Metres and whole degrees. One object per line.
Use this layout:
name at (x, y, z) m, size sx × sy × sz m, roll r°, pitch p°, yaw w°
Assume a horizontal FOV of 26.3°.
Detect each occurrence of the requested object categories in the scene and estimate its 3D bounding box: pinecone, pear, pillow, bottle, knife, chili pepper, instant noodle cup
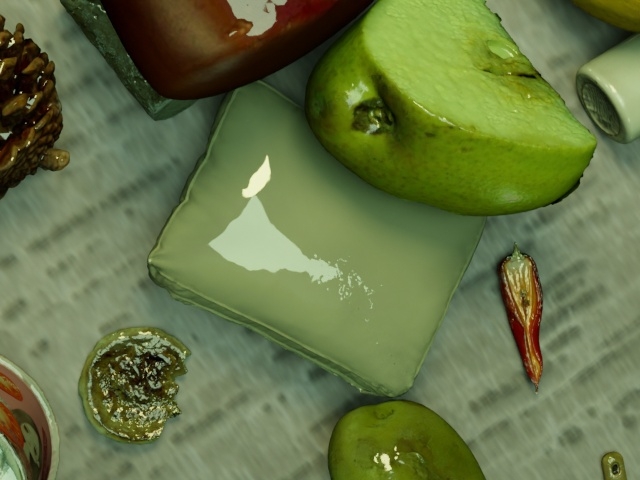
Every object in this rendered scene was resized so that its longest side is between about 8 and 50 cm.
pinecone at (-0.347, -0.145, 1.371) m, size 0.169 × 0.185 × 0.212 m, roll -25°, pitch 83°, yaw -33°
pear at (0.106, -0.126, 1.397) m, size 0.292 × 0.292 × 0.159 m, roll 23°, pitch 127°, yaw -11°
pillow at (0.000, 0.000, 1.468) m, size 0.322 × 0.120 × 0.255 m, roll 28°, pitch 81°, yaw -12°
bottle at (0.415, -0.212, 1.548) m, size 0.245 × 0.104 × 0.104 m, roll -33°, pitch 98°, yaw -7°
knife at (0.378, 0.391, 1.618) m, size 0.047 × 0.017 × 0.298 m, roll -13°, pitch 95°, yaw -16°
chili pepper at (0.235, 0.088, 1.568) m, size 0.045 × 0.027 × 0.178 m, roll -13°, pitch 95°, yaw -6°
instant noodle cup at (-0.383, 0.233, 1.357) m, size 0.243 × 0.231 × 0.243 m, roll 0°, pitch 93°, yaw -10°

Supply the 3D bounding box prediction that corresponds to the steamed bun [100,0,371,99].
steamed bun at (-0.091, -0.273, 1.336) m, size 0.248 × 0.379 × 0.235 m, roll -27°, pitch 98°, yaw 23°

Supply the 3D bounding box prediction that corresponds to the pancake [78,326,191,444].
pancake at (-0.204, 0.157, 1.492) m, size 0.116 × 0.022 × 0.129 m, roll 10°, pitch 87°, yaw -11°

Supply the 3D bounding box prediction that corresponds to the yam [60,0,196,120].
yam at (-0.197, -0.208, 1.447) m, size 0.078 × 0.078 × 0.179 m, roll -36°, pitch 100°, yaw -7°

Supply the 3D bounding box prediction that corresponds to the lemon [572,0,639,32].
lemon at (0.344, -0.340, 1.457) m, size 0.236 × 0.236 × 0.263 m, roll -14°, pitch 53°, yaw -10°

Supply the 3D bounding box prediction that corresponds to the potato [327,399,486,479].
potato at (0.105, 0.287, 1.477) m, size 0.148 × 0.186 × 0.253 m, roll -33°, pitch 105°, yaw 19°
